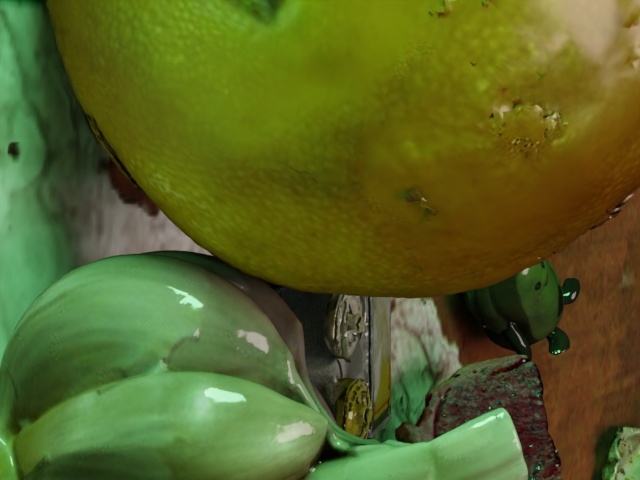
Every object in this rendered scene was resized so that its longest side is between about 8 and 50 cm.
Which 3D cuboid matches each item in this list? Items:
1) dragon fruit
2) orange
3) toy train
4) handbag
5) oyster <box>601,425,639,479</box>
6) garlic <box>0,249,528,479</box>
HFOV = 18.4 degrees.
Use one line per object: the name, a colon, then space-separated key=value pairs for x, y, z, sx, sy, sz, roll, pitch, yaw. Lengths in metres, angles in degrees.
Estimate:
dragon fruit: x=0.067 y=0.128 z=0.992 sx=0.147 sy=0.096 sz=0.102 roll=-100 pitch=-170 yaw=-60
orange: x=0.024 y=-0.097 z=0.678 sx=0.240 sy=0.240 sz=0.240 roll=-20 pitch=113 yaw=-61
toy train: x=0.000 y=0.000 z=0.852 sx=0.081 sy=0.060 sz=0.202 roll=-38 pitch=130 yaw=-63
handbag: x=0.105 y=0.026 z=1.076 sx=0.111 sy=0.047 sz=0.072 roll=44 pitch=56 yaw=-60
oyster: x=0.214 y=0.151 z=1.335 sx=0.093 sy=0.034 sz=0.051 roll=6 pitch=73 yaw=-52
garlic: x=-0.027 y=0.063 z=0.680 sx=0.131 sy=0.194 sz=0.127 roll=49 pitch=42 yaw=-48
